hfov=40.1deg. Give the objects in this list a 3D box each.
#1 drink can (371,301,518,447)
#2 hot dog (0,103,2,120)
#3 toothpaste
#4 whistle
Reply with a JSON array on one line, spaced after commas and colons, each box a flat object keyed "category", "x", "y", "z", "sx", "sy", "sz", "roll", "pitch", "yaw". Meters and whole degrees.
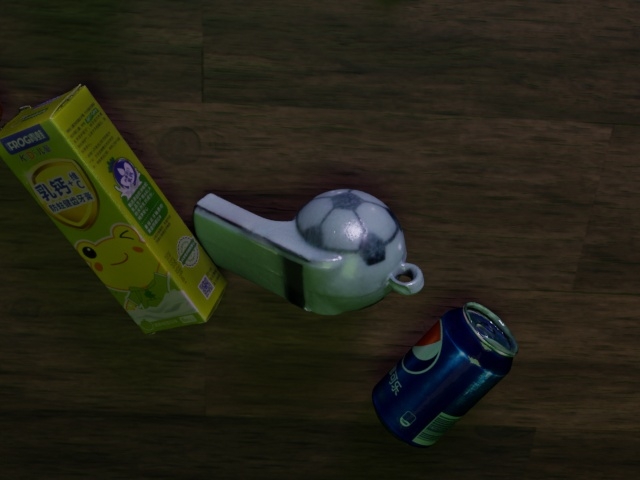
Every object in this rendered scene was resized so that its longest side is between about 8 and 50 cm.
[{"category": "drink can", "x": 0.169, "y": 0.185, "z": 1.201, "sx": 0.118, "sy": 0.118, "sz": 0.205, "roll": 32, "pitch": 115, "yaw": -19}, {"category": "hot dog", "x": -0.516, "y": -0.071, "z": 1.021, "sx": 0.349, "sy": 0.158, "sz": 0.117, "roll": -40, "pitch": 96, "yaw": 25}, {"category": "toothpaste", "x": -0.248, "y": -0.026, "z": 1.070, "sx": 0.110, "sy": 0.077, "sz": 0.327, "roll": -13, "pitch": 123, "yaw": 33}, {"category": "whistle", "x": 0.000, "y": 0.000, "z": 1.089, "sx": 0.290, "sy": 0.163, "sz": 0.163, "roll": 25, "pitch": 125, "yaw": 26}]
